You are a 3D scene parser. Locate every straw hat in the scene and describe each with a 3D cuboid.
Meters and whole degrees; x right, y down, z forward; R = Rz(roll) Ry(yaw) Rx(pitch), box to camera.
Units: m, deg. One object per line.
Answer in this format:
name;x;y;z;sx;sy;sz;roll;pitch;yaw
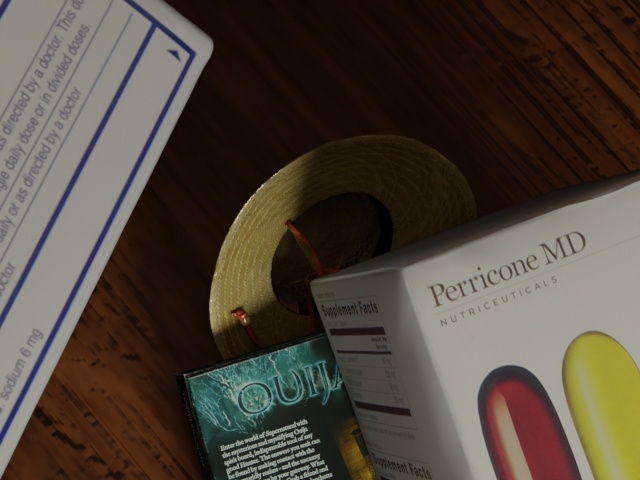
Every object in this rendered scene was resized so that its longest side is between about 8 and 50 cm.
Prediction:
straw hat;0.000;0.000;0.731;0.144;0.144;0.061;-16;34;-16

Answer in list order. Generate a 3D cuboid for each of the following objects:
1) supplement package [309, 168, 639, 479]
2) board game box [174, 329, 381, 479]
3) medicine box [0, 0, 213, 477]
supplement package;0.110;0.106;0.648;0.139;0.134;0.244;-21;92;-17
board game box;0.036;0.096;0.713;0.186;0.026;0.126;-15;90;-16
medicine box;-0.233;-0.043;0.601;0.289;0.149;0.263;36;65;-28
